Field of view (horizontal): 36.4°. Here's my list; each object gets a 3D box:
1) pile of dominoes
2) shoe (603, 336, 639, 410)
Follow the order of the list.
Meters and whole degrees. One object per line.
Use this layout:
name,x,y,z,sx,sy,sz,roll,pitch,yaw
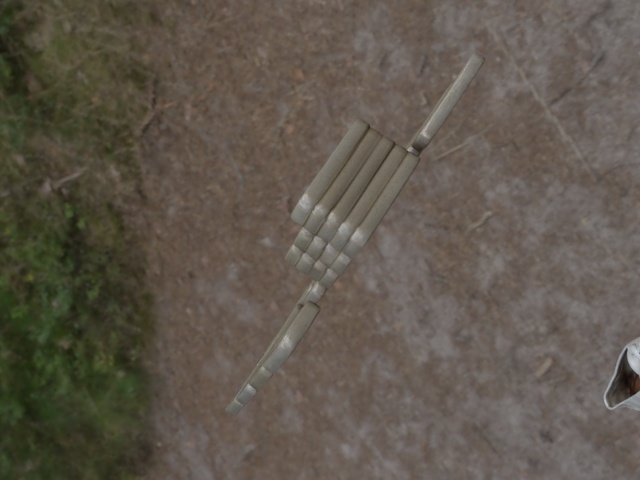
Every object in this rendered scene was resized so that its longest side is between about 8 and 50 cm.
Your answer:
pile of dominoes,0.000,0.000,0.587,0.040,0.196,0.251,34,159,0
shoe,0.388,0.160,1.156,0.219,0.058,0.076,85,177,-63
